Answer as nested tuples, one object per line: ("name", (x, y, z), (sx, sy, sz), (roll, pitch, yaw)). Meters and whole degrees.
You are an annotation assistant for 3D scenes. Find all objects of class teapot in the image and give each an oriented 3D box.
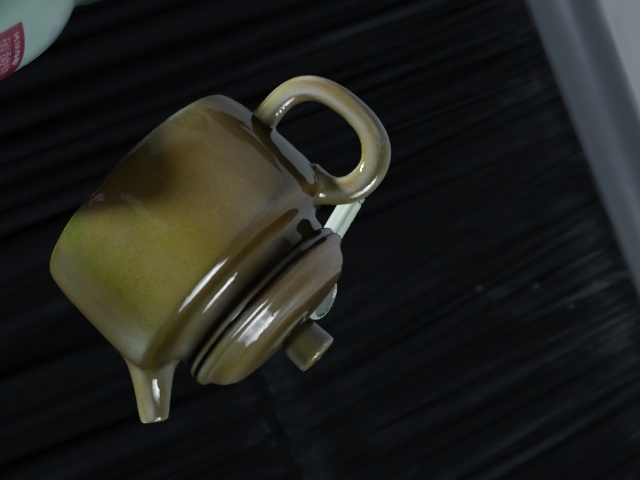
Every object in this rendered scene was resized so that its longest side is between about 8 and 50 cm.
("teapot", (-0.054, 0.010, 0.969), (0.175, 0.185, 0.268), (43, 99, 6))

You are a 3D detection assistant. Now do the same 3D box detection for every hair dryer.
("hair dryer", (0.000, 0.000, 1.146), (0.063, 0.124, 0.038), (23, 161, 23))

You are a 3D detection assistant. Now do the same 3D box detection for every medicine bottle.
("medicine bottle", (-0.217, -0.155, 0.930), (0.090, 0.216, 0.090), (20, 130, 26))
